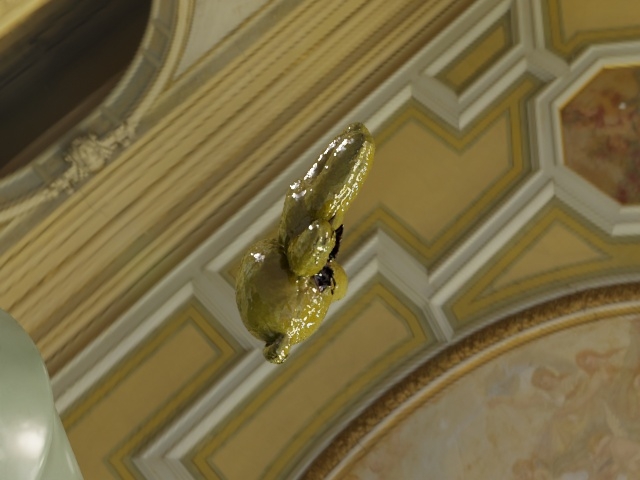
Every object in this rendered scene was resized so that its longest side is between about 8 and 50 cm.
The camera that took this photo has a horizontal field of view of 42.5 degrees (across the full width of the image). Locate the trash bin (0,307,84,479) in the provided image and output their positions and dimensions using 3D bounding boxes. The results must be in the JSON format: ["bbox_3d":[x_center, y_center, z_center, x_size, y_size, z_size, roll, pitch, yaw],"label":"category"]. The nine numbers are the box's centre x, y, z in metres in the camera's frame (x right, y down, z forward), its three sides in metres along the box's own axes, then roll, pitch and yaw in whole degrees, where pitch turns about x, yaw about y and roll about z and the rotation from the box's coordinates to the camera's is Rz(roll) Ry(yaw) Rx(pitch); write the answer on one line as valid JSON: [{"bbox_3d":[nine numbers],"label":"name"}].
[{"bbox_3d":[-0.352,0.236,0.738,0.280,0.432,0.281,2,-126,-2],"label":"trash bin"}]

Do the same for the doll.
[{"bbox_3d":[0.000,0.000,0.715,0.210,0.097,0.137,-59,-157,18],"label":"doll"}]
